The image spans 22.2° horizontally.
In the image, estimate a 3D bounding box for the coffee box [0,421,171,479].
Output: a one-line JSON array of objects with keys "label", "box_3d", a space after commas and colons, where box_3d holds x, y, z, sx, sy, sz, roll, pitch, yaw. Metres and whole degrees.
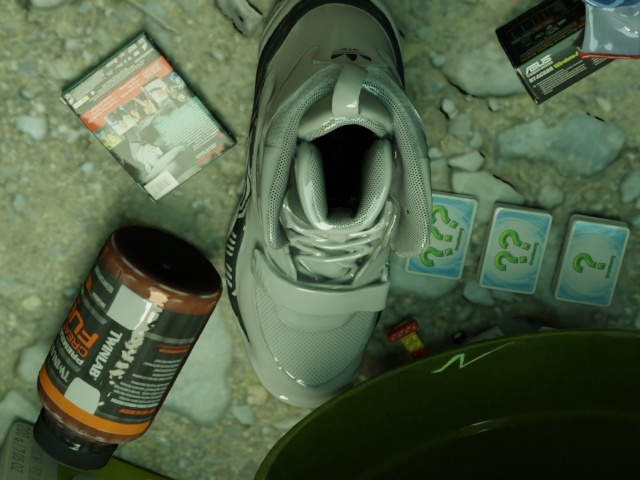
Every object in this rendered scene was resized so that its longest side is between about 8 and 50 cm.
[{"label": "coffee box", "box_3d": [-0.182, 0.419, 1.365, 0.334, 0.337, 0.338, 24, 110, -16]}]

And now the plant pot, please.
[{"label": "plant pot", "box_3d": [0.168, 0.304, 1.251, 0.367, 0.366, 0.352, -14, 107, 3]}]

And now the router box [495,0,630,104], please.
[{"label": "router box", "box_3d": [0.201, -0.164, 1.255, 0.122, 0.092, 0.038, -31, 113, 10]}]

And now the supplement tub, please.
[{"label": "supplement tub", "box_3d": [-0.166, 0.093, 1.341, 0.106, 0.106, 0.198, 24, 111, -14]}]

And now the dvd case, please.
[{"label": "dvd case", "box_3d": [-0.136, -0.097, 1.305, 0.087, 0.013, 0.119, -36, 112, 12]}]

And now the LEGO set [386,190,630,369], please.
[{"label": "LEGO set", "box_3d": [0.148, 0.088, 1.391, 0.183, 0.060, 0.244, 10, 115, -5]}]

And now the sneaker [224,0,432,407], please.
[{"label": "sneaker", "box_3d": [0.000, 0.000, 1.251, 0.137, 0.210, 0.365, 3, 115, -5]}]

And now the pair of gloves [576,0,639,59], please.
[{"label": "pair of gloves", "box_3d": [0.258, -0.205, 1.177, 0.198, 0.023, 0.159, 0, 113, 1]}]
